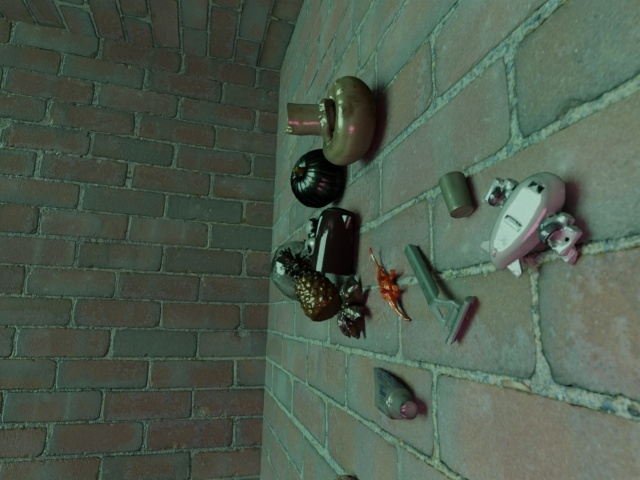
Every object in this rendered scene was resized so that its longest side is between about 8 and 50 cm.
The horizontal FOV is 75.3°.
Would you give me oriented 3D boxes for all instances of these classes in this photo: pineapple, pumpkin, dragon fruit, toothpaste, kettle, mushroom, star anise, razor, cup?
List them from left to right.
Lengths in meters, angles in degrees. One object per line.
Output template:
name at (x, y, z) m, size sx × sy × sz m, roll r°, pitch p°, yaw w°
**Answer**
dragon fruit at (-0.111, 0.154, 1.862) m, size 0.204 × 0.221 × 0.283 m, roll -95°, pitch 20°, yaw -51°
pineapple at (-0.055, 0.141, 1.570) m, size 0.340 × 0.169 × 0.169 m, roll 54°, pitch 144°, yaw 29°
pumpkin at (-0.022, -0.254, 1.674) m, size 0.250 × 0.216 × 0.249 m, roll -19°, pitch 63°, yaw 44°
mushroom at (0.032, -0.398, 1.358) m, size 0.292 × 0.290 × 0.292 m, roll -177°, pitch 90°, yaw -79°
kettle at (0.045, -0.002, 1.480) m, size 0.202 × 0.144 × 0.232 m, roll 8°, pitch 88°, yaw 66°
star anise at (0.099, 0.223, 1.344) m, size 0.197 × 0.073 × 0.212 m, roll -153°, pitch 66°, yaw -76°
toothpaste at (0.177, 0.395, 1.052) m, size 0.099 × 0.068 × 0.282 m, roll -60°, pitch 4°, yaw -12°
razor at (0.237, 0.091, 0.913) m, size 0.278 × 0.056 × 0.111 m, roll -111°, pitch 28°, yaw -57°
cup at (0.272, -0.087, 0.845) m, size 0.075 × 0.055 × 0.083 m, roll 120°, pitch 148°, yaw -55°

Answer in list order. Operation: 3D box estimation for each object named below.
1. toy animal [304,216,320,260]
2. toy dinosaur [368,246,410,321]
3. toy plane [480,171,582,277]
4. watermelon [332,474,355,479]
toy animal at (0.000, 0.000, 1.642) m, size 0.166 × 0.138 × 0.179 m, roll 73°, pitch -153°, yaw -88°
toy dinosaur at (0.177, 0.107, 1.126) m, size 0.101 × 0.055 × 0.279 m, roll 78°, pitch 180°, yaw -50°
toy plane at (0.313, -0.025, 0.636) m, size 0.174 × 0.080 × 0.174 m, roll 20°, pitch 113°, yaw 57°
watermelon at (0.090, 0.771, 1.235) m, size 0.180 × 0.081 × 0.094 m, roll 9°, pitch 78°, yaw 59°
